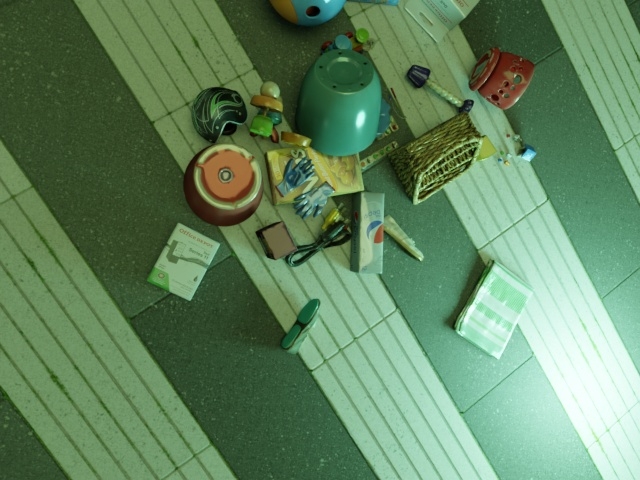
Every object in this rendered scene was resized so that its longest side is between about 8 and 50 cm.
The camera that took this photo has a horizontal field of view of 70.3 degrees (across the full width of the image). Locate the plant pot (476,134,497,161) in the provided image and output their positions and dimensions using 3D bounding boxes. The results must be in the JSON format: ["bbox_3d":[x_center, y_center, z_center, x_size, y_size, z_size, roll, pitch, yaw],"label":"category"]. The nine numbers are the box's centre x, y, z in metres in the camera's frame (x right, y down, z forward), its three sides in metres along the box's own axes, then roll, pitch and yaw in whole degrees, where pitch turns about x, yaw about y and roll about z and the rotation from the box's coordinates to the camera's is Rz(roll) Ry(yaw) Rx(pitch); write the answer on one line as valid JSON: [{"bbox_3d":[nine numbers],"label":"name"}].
[{"bbox_3d":[0.609,-0.345,1.750,0.083,0.081,0.081,-39,99,-3],"label":"plant pot"}]

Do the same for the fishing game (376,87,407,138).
[{"bbox_3d":[0.164,-0.440,1.623,0.263,0.041,0.189,-21,76,-4],"label":"fishing game"}]

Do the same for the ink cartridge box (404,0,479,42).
[{"bbox_3d":[0.500,-0.947,1.697,0.207,0.119,0.353,40,80,-12],"label":"ink cartridge box"}]

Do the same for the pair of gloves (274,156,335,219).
[{"bbox_3d":[-0.054,-0.176,1.508,0.159,0.023,0.198,-43,103,-8],"label":"pair of gloves"}]

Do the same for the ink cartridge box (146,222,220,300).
[{"bbox_3d":[-0.437,0.065,1.463,0.153,0.087,0.209,28,82,-14],"label":"ink cartridge box"}]

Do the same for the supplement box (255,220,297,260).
[{"bbox_3d":[-0.148,0.000,1.488,0.080,0.188,0.104,-26,97,-13],"label":"supplement box"}]

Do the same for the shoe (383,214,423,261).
[{"bbox_3d":[0.304,-0.007,1.668,0.219,0.076,0.058,42,85,-9],"label":"shoe"}]

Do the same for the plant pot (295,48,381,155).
[{"bbox_3d":[0.066,-0.461,1.466,0.292,0.235,0.293,2,65,-4],"label":"plant pot"}]

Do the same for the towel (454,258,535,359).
[{"bbox_3d":[0.687,0.271,1.791,0.247,0.038,0.325,33,82,-13],"label":"towel"}]

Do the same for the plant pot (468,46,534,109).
[{"bbox_3d":[0.671,-0.618,1.710,0.174,0.191,0.191,27,83,-8],"label":"plant pot"}]

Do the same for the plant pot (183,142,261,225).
[{"bbox_3d":[-0.297,-0.185,1.421,0.274,0.243,0.275,0,90,-14],"label":"plant pot"}]

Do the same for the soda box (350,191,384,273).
[{"bbox_3d":[0.166,-0.027,1.620,0.091,0.098,0.287,2,89,-15],"label":"soda box"}]

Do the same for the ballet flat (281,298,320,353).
[{"bbox_3d":[-0.057,0.300,1.586,0.068,0.072,0.213,42,80,-39],"label":"ballet flat"}]

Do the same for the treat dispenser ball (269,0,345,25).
[{"bbox_3d":[-0.041,-0.849,1.466,0.288,0.288,0.289,0,90,-15],"label":"treat dispenser ball"}]

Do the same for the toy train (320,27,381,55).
[{"bbox_3d":[0.132,-0.694,1.586,0.248,0.143,0.105,-29,98,-13],"label":"toy train"}]

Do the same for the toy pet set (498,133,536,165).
[{"bbox_3d":[0.786,-0.354,1.802,0.114,0.065,0.122,20,85,-14],"label":"toy pet set"}]

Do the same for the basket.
[{"bbox_3d":[0.438,-0.294,1.632,0.299,0.213,0.223,-30,97,-13],"label":"basket"}]

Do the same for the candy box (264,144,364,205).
[{"bbox_3d":[-0.021,-0.235,1.569,0.316,0.087,0.183,-11,93,-13],"label":"candy box"}]

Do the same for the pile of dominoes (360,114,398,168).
[{"bbox_3d":[0.161,-0.378,1.648,0.251,0.040,0.196,-32,98,-13],"label":"pile of dominoes"}]

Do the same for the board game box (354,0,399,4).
[{"bbox_3d":[0.180,-0.951,1.654,0.211,0.039,0.160,-3,91,-14],"label":"board game box"}]

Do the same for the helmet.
[{"bbox_3d":[-0.331,-0.401,1.455,0.161,0.169,0.170,-22,96,-30],"label":"helmet"}]

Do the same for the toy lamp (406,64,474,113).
[{"bbox_3d":[0.448,-0.567,1.706,0.274,0.080,0.080,26,84,-14],"label":"toy lamp"}]

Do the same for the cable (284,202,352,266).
[{"bbox_3d":[0.000,0.000,1.594,0.287,0.072,0.139,-38,134,-7],"label":"cable"}]

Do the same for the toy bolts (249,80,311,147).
[{"bbox_3d":[-0.130,-0.404,1.473,0.218,0.228,0.159,14,95,-17],"label":"toy bolts"}]
